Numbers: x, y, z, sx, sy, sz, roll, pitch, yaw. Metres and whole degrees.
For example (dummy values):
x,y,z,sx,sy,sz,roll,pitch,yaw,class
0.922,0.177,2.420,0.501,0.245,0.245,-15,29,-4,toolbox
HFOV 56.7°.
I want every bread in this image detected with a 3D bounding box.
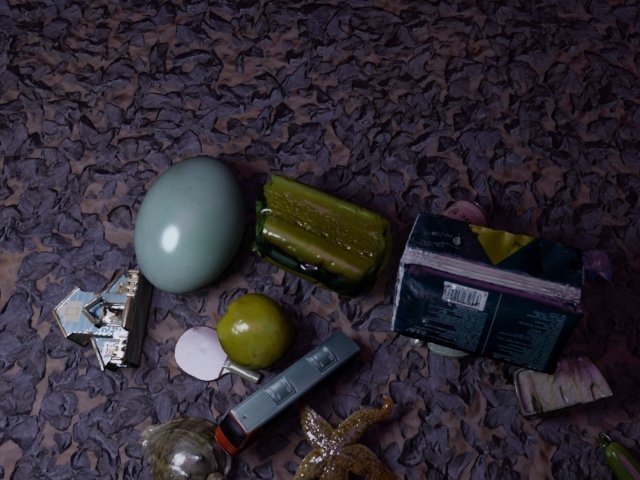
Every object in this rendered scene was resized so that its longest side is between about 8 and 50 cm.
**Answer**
x,y,z,sx,sy,sz,roll,pitch,yaw,class
0.000,0.000,1.589,0.376,0.208,0.251,22,64,8,bread

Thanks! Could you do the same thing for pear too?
x,y,z,sx,sy,sz,roll,pitch,yaw,class
-0.162,0.232,1.512,0.200,0.200,0.200,0,69,0,pear

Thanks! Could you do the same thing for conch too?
x,y,z,sx,sy,sz,roll,pitch,yaw,class
-0.318,0.530,1.412,0.291,0.159,0.210,37,75,15,conch

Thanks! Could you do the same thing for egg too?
x,y,z,sx,sy,sz,roll,pitch,yaw,class
-0.340,-0.045,1.569,0.276,0.276,0.389,12,68,4,egg

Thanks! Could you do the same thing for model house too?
x,y,z,sx,sy,sz,roll,pitch,yaw,class
-0.573,0.199,1.534,0.206,0.178,0.271,4,72,3,model house

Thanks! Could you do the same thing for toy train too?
x,y,z,sx,sy,sz,roll,pitch,yaw,class
-0.077,0.368,1.461,0.409,0.089,0.086,-31,56,-26,toy train

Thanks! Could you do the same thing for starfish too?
x,y,z,sx,sy,sz,roll,pitch,yaw,class
0.037,0.517,1.455,0.375,0.094,0.327,-35,75,-7,starfish

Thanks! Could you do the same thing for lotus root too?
x,y,z,sx,sy,sz,roll,pitch,yaw,class
0.592,0.372,1.490,0.234,0.138,0.119,-11,64,-4,lotus root

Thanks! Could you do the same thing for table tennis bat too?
x,y,z,sx,sy,sz,roll,pitch,yaw,class
-0.270,0.315,1.571,0.246,0.022,0.138,24,71,11,table tennis bat

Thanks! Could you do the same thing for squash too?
x,y,z,sx,sy,sz,roll,pitch,yaw,class
0.793,0.605,1.433,0.080,0.071,0.318,-39,74,-15,squash

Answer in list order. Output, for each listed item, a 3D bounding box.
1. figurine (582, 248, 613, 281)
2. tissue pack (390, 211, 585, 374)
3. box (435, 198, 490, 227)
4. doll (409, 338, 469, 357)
x,y,z,sx,sy,sz,roll,pitch,yaw,class
0.763,0.063,1.649,0.114,0.079,0.114,6,33,-4,figurine
0.405,0.127,1.456,0.416,0.264,0.253,14,41,16,tissue pack
0.381,-0.032,1.641,0.135,0.151,0.151,-38,74,-23,box
0.344,0.259,1.567,0.214,0.072,0.104,3,48,10,doll
